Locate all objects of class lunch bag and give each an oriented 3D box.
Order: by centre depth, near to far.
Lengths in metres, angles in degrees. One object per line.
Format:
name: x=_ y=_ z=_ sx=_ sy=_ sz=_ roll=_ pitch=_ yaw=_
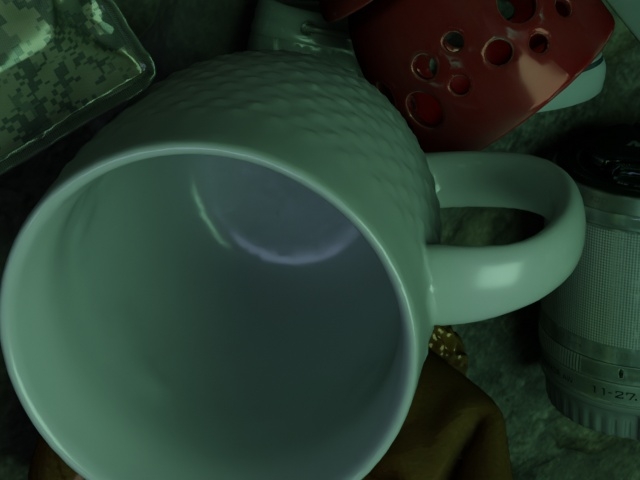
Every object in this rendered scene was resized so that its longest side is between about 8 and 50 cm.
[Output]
lunch bag: x=-0.298 y=-0.120 z=1.195 sx=0.287 sy=0.235 sz=0.169 roll=-34 pitch=120 yaw=-20

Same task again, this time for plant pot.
plant pot: x=0.110 y=-0.181 z=1.377 sx=0.191 sy=0.191 sz=0.174 roll=-42 pitch=103 yaw=-16

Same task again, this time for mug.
mug: x=0.000 y=0.000 z=1.236 sx=0.374 sy=0.328 sz=0.276 roll=-4 pitch=112 yaw=12

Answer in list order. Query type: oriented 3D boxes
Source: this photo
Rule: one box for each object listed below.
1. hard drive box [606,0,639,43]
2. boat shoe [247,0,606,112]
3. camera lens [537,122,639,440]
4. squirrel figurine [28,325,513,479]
hard drive box: x=0.238 y=-0.275 z=1.429 sx=0.089 sy=0.181 sz=0.232 roll=-37 pitch=106 yaw=18
boat shoe: x=0.101 y=-0.195 z=1.544 sx=0.367 sy=0.136 sz=0.156 roll=-5 pitch=108 yaw=-25
camera lens: x=0.330 y=0.033 z=1.738 sx=0.219 sy=0.219 sz=0.274 roll=-16 pitch=117 yaw=-31
squirrel figurine: x=-0.056 y=0.164 z=1.480 sx=0.370 sy=0.397 sz=0.281 roll=7 pitch=143 yaw=-9
